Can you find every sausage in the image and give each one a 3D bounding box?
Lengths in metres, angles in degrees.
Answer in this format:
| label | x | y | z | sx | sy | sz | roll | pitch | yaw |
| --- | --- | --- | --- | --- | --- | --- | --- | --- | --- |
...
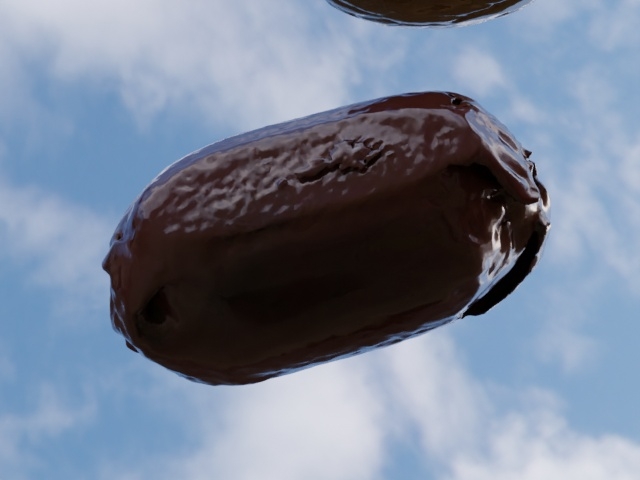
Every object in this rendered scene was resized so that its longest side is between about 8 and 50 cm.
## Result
| label | x | y | z | sx | sy | sz | roll | pitch | yaw |
| --- | --- | --- | --- | --- | --- | --- | --- | --- | --- |
| sausage | 0.000 | 0.000 | 0.932 | 0.280 | 0.152 | 0.152 | -16 | -65 | 10 |

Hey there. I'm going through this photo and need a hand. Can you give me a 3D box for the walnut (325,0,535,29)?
| label | x | y | z | sx | sy | sz | roll | pitch | yaw |
| --- | --- | --- | --- | --- | --- | --- | --- | --- | --- |
| walnut | 0.080 | -0.219 | 0.986 | 0.197 | 0.165 | 0.165 | -8 | -66 | 6 |
